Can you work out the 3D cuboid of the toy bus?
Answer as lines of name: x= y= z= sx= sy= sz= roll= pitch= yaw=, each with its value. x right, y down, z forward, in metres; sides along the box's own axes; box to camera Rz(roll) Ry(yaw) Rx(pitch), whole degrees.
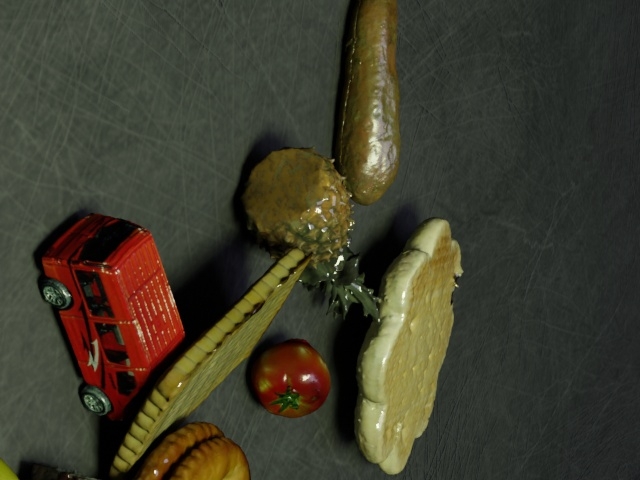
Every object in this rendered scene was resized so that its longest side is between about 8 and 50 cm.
toy bus: x=-0.175 y=0.075 z=1.312 sx=0.081 sy=0.089 sz=0.195 roll=-48 pitch=136 yaw=-42

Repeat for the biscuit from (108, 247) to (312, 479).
biscuit: x=-0.104 y=0.113 z=1.406 sx=0.254 sy=0.029 sz=0.172 roll=-44 pitch=169 yaw=-49

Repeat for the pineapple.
pineapple: x=0.000 y=0.000 z=1.574 sx=0.125 sy=0.125 sz=0.251 roll=-67 pitch=151 yaw=-22

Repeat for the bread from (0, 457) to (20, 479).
bread: x=-0.339 y=0.286 z=0.949 sx=0.208 sy=0.251 sz=0.376 roll=47 pitch=61 yaw=-46

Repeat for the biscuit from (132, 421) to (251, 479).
biscuit: x=-0.137 y=0.279 z=1.403 sx=0.220 sy=0.066 sz=0.220 roll=-52 pitch=155 yaw=-36

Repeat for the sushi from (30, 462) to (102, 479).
sushi: x=-0.216 y=0.244 z=1.288 sx=0.098 sy=0.094 sz=0.084 roll=37 pitch=63 yaw=-50

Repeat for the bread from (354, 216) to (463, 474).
bread: x=0.104 y=0.128 z=1.774 sx=0.316 sy=0.054 sz=0.316 roll=13 pitch=90 yaw=-73

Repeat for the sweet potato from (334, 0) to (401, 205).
sweet potato: x=0.055 y=-0.174 z=1.653 sx=0.075 sy=0.075 sz=0.273 roll=-3 pitch=96 yaw=-58

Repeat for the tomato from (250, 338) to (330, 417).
tomato: x=-0.031 y=0.146 z=1.577 sx=0.075 sy=0.087 sz=0.087 roll=-90 pitch=163 yaw=-48
